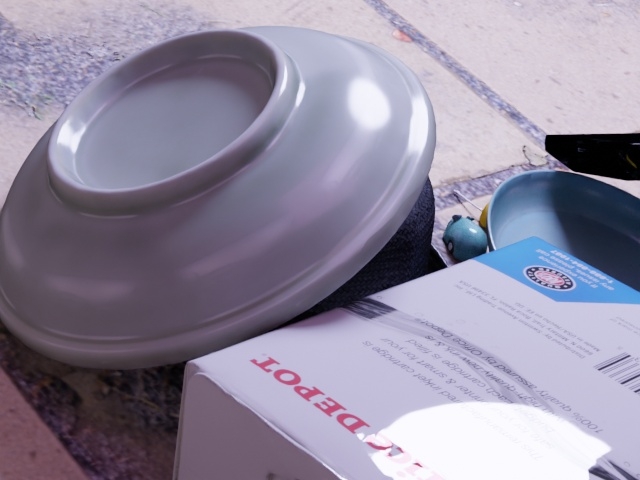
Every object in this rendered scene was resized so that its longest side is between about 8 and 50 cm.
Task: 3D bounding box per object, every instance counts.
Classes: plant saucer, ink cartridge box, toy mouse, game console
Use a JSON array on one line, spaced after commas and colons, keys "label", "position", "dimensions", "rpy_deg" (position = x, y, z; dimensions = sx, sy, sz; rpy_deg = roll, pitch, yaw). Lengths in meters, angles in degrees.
[{"label": "plant saucer", "position": [0.290, 0.054, 1.522], "dimensions": [0.317, 0.043, 0.317], "rpy_deg": [20, 35, -15]}, {"label": "ink cartridge box", "position": [0.125, 0.164, 1.180], "dimensions": [0.395, 0.166, 0.285], "rpy_deg": [-17, 37, -41]}, {"label": "toy mouse", "position": [0.180, 0.005, 1.578], "dimensions": [0.161, 0.031, 0.143], "rpy_deg": [29, 36, 13]}, {"label": "plant saucer", "position": [-0.109, -0.071, 1.298], "dimensions": [0.400, 0.100, 0.400], "rpy_deg": [-16, 39, 13]}, {"label": "game console", "position": [0.424, -0.089, 1.605], "dimensions": [0.361, 0.044, 0.213], "rpy_deg": [-1, 7, -12]}]

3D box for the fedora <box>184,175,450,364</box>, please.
[{"label": "fedora", "position": [0.000, 0.000, 1.392], "dimensions": [0.334, 0.152, 0.334], "rpy_deg": [13, 35, -9]}]
